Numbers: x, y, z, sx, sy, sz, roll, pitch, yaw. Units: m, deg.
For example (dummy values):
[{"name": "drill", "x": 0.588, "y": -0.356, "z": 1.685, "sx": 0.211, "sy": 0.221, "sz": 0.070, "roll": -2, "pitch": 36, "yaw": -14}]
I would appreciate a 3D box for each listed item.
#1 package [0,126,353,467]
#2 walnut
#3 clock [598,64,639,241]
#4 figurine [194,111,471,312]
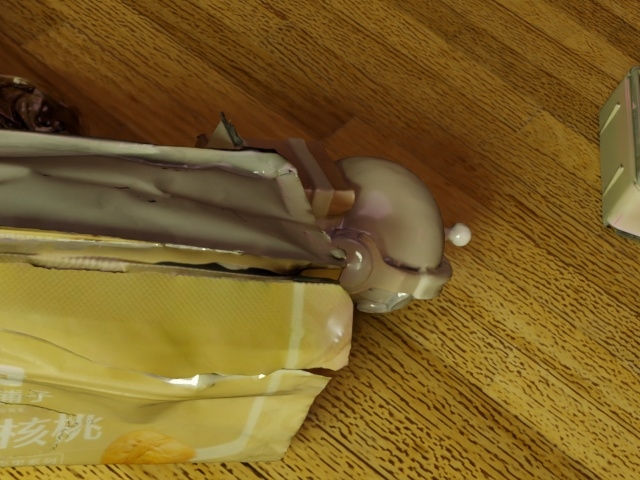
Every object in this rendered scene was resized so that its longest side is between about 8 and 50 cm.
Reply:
[{"name": "package", "x": -0.149, "y": 0.048, "z": 0.625, "sx": 0.311, "sy": 0.221, "sz": 0.165, "roll": 5, "pitch": 8, "yaw": -18}, {"name": "walnut", "x": -0.235, "y": -0.078, "z": 0.841, "sx": 0.121, "sy": 0.052, "sz": 0.091, "roll": 39, "pitch": 48, "yaw": 17}, {"name": "clock", "x": 0.359, "y": -0.076, "z": 1.075, "sx": 0.147, "sy": 0.071, "sz": 0.192, "roll": 19, "pitch": 46, "yaw": -6}, {"name": "figurine", "x": 0.002, "y": -0.003, "z": 0.825, "sx": 0.237, "sy": 0.141, "sz": 0.162, "roll": 12, "pitch": 21, "yaw": -26}]
